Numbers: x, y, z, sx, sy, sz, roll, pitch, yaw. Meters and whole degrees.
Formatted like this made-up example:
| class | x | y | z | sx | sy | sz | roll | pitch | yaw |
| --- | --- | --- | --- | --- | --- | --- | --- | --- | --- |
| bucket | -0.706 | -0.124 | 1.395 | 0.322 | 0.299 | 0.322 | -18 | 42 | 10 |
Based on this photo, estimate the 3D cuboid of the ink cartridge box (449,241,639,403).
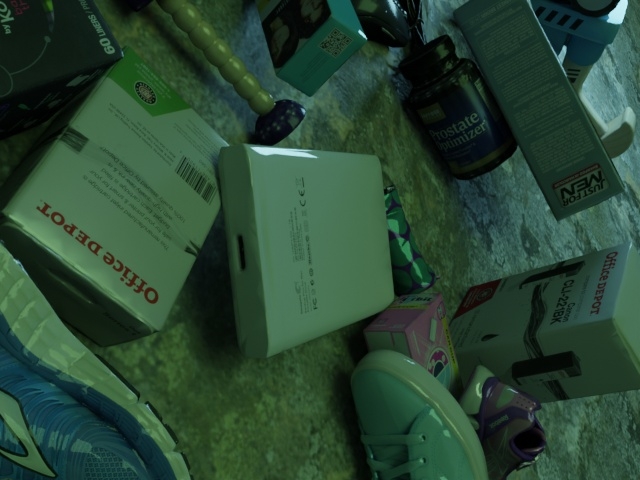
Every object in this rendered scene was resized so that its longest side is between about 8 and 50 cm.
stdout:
| class | x | y | z | sx | sy | sz | roll | pitch | yaw |
| --- | --- | --- | --- | --- | --- | --- | --- | --- | --- |
| ink cartridge box | 0.328 | 0.128 | 0.996 | 0.114 | 0.273 | 0.197 | 58 | 40 | -14 |

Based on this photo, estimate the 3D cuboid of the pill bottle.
| class | x | y | z | sx | sy | sz | roll | pitch | yaw |
| --- | --- | --- | --- | --- | --- | --- | --- | --- | --- |
| pill bottle | 0.223 | -0.220 | 1.148 | 0.219 | 0.123 | 0.123 | 55 | 41 | -16 |

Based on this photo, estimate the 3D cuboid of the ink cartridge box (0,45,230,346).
| class | x | y | z | sx | sy | sz | roll | pitch | yaw |
| --- | --- | --- | --- | --- | --- | --- | --- | --- | --- |
| ink cartridge box | -0.183 | -0.039 | 0.626 | 0.160 | 0.092 | 0.219 | 45 | 45 | -28 |

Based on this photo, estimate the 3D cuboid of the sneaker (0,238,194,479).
| class | x | y | z | sx | sy | sz | roll | pitch | yaw |
| --- | --- | --- | --- | --- | --- | --- | --- | --- | --- |
| sneaker | -0.225 | 0.136 | 0.504 | 0.330 | 0.130 | 0.147 | 52 | 57 | -15 |

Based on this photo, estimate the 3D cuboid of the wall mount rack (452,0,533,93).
| class | x | y | z | sx | sy | sz | roll | pitch | yaw |
| --- | --- | --- | --- | --- | --- | --- | --- | --- | --- |
| wall mount rack | 0.402 | -0.345 | 1.413 | 0.304 | 0.130 | 0.350 | 10 | 67 | -43 |

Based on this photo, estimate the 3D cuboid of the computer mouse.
| class | x | y | z | sx | sy | sz | roll | pitch | yaw |
| --- | --- | --- | --- | --- | --- | --- | --- | --- | --- |
| computer mouse | 0.110 | -0.405 | 1.147 | 0.262 | 0.060 | 0.184 | 8 | 69 | -47 |

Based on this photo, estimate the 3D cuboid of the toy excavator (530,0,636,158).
| class | x | y | z | sx | sy | sz | roll | pitch | yaw |
| --- | --- | --- | --- | --- | --- | --- | --- | --- | --- |
| toy excavator | 0.579 | -0.444 | 1.599 | 0.433 | 0.445 | 0.222 | 24 | 45 | 11 |

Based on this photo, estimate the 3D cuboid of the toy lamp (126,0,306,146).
| class | x | y | z | sx | sy | sz | roll | pitch | yaw |
| --- | --- | --- | --- | --- | --- | --- | --- | --- | --- |
| toy lamp | -0.130 | -0.225 | 0.785 | 0.274 | 0.080 | 0.080 | 49 | 43 | -26 |

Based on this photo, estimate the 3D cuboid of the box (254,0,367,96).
| class | x | y | z | sx | sy | sz | roll | pitch | yaw |
| --- | --- | --- | --- | --- | --- | --- | --- | --- | --- |
| box | -0.026 | -0.300 | 0.862 | 0.060 | 0.100 | 0.244 | 23 | 39 | -40 |

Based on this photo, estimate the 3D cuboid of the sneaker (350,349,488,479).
| class | x | y | z | sx | sy | sz | roll | pitch | yaw |
| --- | --- | --- | --- | --- | --- | --- | --- | --- | --- |
| sneaker | 0.115 | 0.308 | 0.786 | 0.150 | 0.135 | 0.366 | -28 | 95 | -54 |

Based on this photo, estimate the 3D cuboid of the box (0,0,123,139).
| class | x | y | z | sx | sy | sz | roll | pitch | yaw |
| --- | --- | --- | --- | --- | --- | --- | --- | --- | --- |
| box | -0.308 | -0.139 | 0.488 | 0.165 | 0.143 | 0.270 | 60 | 41 | -11 |

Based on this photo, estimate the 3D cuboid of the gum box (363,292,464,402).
| class | x | y | z | sx | sy | sz | roll | pitch | yaw |
| --- | --- | --- | --- | --- | --- | --- | --- | --- | --- |
| gum box | 0.127 | 0.175 | 0.889 | 0.107 | 0.062 | 0.188 | -33 | 112 | -50 |

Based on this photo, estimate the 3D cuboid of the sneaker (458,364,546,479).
| class | x | y | z | sx | sy | sz | roll | pitch | yaw |
| --- | --- | --- | --- | --- | --- | --- | --- | --- | --- |
| sneaker | 0.242 | 0.271 | 0.916 | 0.095 | 0.104 | 0.236 | -52 | 144 | -40 |

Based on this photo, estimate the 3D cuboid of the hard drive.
| class | x | y | z | sx | sy | sz | roll | pitch | yaw |
| --- | --- | --- | --- | --- | --- | --- | --- | --- | --- |
| hard drive | 0.000 | 0.000 | 0.786 | 0.307 | 0.040 | 0.203 | -9 | 93 | -62 |

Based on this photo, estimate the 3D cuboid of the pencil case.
| class | x | y | z | sx | sy | sz | roll | pitch | yaw |
| --- | --- | --- | --- | --- | --- | --- | --- | --- | --- |
| pencil case | 0.105 | 0.001 | 0.961 | 0.070 | 0.064 | 0.151 | -27 | 96 | -26 |

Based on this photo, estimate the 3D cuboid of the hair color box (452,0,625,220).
| class | x | y | z | sx | sy | sz | roll | pitch | yaw |
| --- | --- | --- | --- | --- | --- | --- | --- | --- | --- |
| hair color box | 0.365 | -0.225 | 1.147 | 0.374 | 0.113 | 0.185 | 66 | 24 | 6 |
